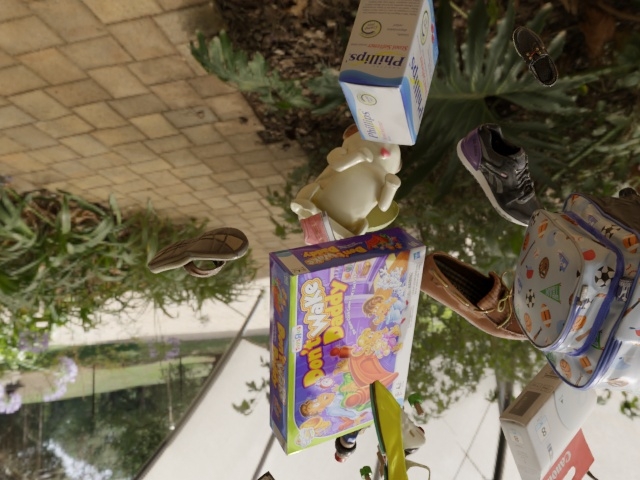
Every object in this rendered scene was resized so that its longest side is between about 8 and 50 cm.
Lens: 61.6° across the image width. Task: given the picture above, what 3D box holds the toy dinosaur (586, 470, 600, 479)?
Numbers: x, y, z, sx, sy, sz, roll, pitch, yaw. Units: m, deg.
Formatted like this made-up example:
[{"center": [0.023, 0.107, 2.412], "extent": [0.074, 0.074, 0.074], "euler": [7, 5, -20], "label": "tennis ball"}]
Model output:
[{"center": [0.796, 0.666, 1.687], "extent": [0.064, 0.268, 0.118], "euler": [-50, 152, 9], "label": "toy dinosaur"}]

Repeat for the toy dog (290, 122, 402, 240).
[{"center": [0.120, -0.190, 1.777], "extent": [0.285, 0.408, 0.395], "euler": [35, 172, -5], "label": "toy dog"}]

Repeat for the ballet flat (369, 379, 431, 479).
[{"center": [0.122, 0.323, 0.799], "extent": [0.077, 0.231, 0.077], "euler": [-7, 168, 9], "label": "ballet flat"}]

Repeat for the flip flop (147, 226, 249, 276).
[{"center": [-0.261, 0.040, 1.165], "extent": [0.277, 0.080, 0.112], "euler": [-14, -157, 31], "label": "flip flop"}]

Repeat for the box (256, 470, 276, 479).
[{"center": [-0.120, 0.887, 1.777], "extent": [0.056, 0.231, 0.183], "euler": [-34, 155, -22], "label": "box"}]

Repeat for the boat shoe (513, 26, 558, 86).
[{"center": [0.429, -0.366, 1.065], "extent": [0.049, 0.133, 0.042], "euler": [-31, -169, 20], "label": "boat shoe"}]

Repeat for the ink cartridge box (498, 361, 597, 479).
[{"center": [0.648, 0.543, 1.433], "extent": [0.308, 0.385, 0.091], "euler": [-32, -165, -33], "label": "ink cartridge box"}]

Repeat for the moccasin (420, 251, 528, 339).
[{"center": [0.441, 0.143, 1.439], "extent": [0.380, 0.139, 0.147], "euler": [34, 147, 2], "label": "moccasin"}]

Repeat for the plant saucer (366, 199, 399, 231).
[{"center": [0.173, -0.096, 2.002], "extent": [0.241, 0.241, 0.037], "euler": [-6, 124, 5], "label": "plant saucer"}]

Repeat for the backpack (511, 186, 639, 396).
[{"center": [0.399, 0.082, 0.762], "extent": [0.213, 0.263, 0.276], "euler": [1, -158, 6], "label": "backpack"}]

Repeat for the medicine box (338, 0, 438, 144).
[{"center": [0.173, -0.420, 1.285], "extent": [0.149, 0.289, 0.263], "euler": [10, 165, 20], "label": "medicine box"}]

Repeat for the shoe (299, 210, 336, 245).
[{"center": [0.000, 0.000, 1.515], "extent": [0.081, 0.063, 0.178], "euler": [-16, 126, 5], "label": "shoe"}]

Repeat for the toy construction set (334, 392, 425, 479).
[{"center": [0.144, 0.520, 1.526], "extent": [0.257, 0.237, 0.308], "euler": [-15, 125, -7], "label": "toy construction set"}]

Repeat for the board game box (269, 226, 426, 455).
[{"center": [0.036, 0.166, 0.882], "extent": [0.233, 0.347, 0.078], "euler": [-11, -150, -25], "label": "board game box"}]

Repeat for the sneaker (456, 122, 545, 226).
[{"center": [0.457, -0.157, 1.294], "extent": [0.107, 0.283, 0.124], "euler": [-42, 180, -27], "label": "sneaker"}]
